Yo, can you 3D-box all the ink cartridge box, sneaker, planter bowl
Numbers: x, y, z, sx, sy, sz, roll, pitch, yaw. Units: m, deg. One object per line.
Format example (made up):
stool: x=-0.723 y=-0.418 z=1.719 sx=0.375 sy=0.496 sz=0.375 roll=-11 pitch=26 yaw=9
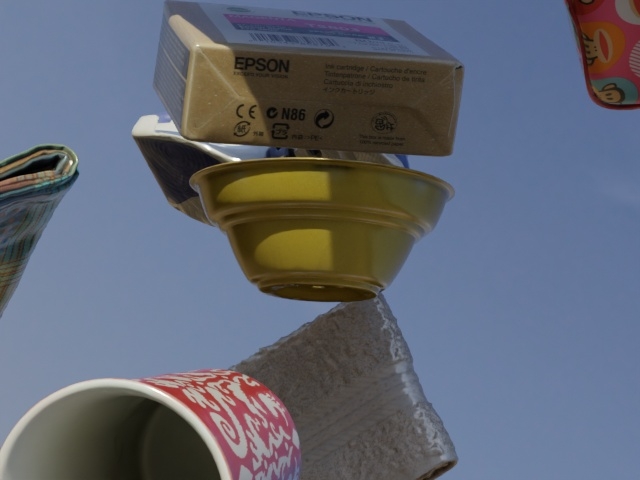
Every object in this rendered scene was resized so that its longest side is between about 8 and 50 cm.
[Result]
ink cartridge box: x=-0.016 y=-0.142 z=1.533 sx=0.193 sy=0.234 sz=0.088 roll=-125 pitch=-140 yaw=-67
sneaker: x=-0.017 y=-0.112 z=1.813 sx=0.315 sy=0.182 sz=0.127 roll=2 pitch=-49 yaw=32
planter bowl: x=0.000 y=0.000 z=1.438 sx=0.217 sy=0.090 sz=0.217 roll=2 pitch=-10 yaw=0

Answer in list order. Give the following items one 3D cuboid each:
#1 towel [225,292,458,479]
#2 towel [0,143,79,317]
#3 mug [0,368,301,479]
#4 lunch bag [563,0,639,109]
towel: x=-0.026 y=0.183 z=1.617 sx=0.049 sy=0.282 sz=0.187 roll=20 pitch=42 yaw=-60
towel: x=-0.356 y=0.078 z=1.483 sx=0.040 sy=0.271 sz=0.370 roll=49 pitch=-44 yaw=16
mug: x=-0.068 y=0.131 z=0.840 sx=0.169 sy=0.113 sz=0.150 roll=-8 pitch=84 yaw=-78
lunch bag: x=0.343 y=-0.263 z=1.613 sx=0.258 sy=0.120 sz=0.293 roll=-10 pitch=-47 yaw=12
